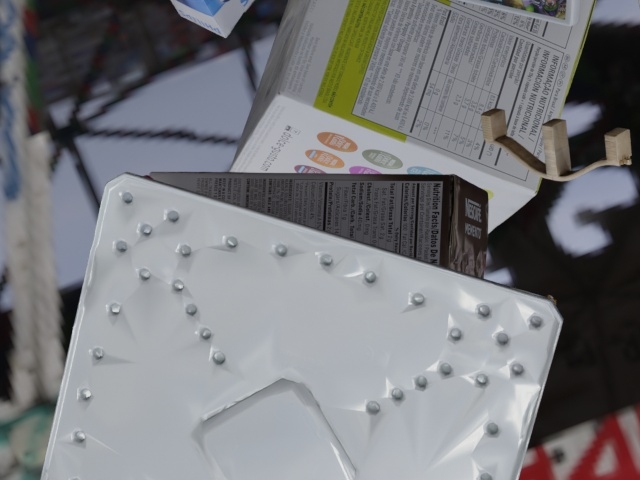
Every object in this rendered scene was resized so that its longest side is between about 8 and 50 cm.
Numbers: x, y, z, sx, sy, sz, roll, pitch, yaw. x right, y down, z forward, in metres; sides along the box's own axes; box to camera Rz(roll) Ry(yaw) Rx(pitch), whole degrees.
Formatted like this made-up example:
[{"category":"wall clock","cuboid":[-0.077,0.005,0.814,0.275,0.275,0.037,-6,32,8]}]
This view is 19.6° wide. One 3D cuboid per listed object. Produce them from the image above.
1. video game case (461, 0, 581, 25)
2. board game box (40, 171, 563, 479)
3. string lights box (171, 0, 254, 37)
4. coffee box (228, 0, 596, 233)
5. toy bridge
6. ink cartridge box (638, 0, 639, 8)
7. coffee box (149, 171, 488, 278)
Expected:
[{"category":"video game case","cuboid":[0.177,-0.315,1.838,0.190,0.173,0.022,18,-149,30]},{"category":"board game box","cuboid":[-0.031,0.175,1.541,0.390,0.389,0.050,17,-166,12]},{"category":"string lights box","cuboid":[-0.131,-0.345,1.942,0.077,0.259,0.133,28,-106,31]},{"category":"coffee box","cuboid":[0.117,-0.219,2.314,0.334,0.338,0.337,20,163,-7]},{"category":"toy bridge","cuboid":[0.247,-0.095,1.930,0.026,0.063,0.188,-26,-152,-38]},{"category":"ink cartridge box","cuboid":[0.414,-0.351,1.838,0.160,0.384,0.279,-11,-177,34]},{"category":"coffee box","cuboid":[0.000,0.000,1.768,0.297,0.118,0.168,1,175,15]}]
